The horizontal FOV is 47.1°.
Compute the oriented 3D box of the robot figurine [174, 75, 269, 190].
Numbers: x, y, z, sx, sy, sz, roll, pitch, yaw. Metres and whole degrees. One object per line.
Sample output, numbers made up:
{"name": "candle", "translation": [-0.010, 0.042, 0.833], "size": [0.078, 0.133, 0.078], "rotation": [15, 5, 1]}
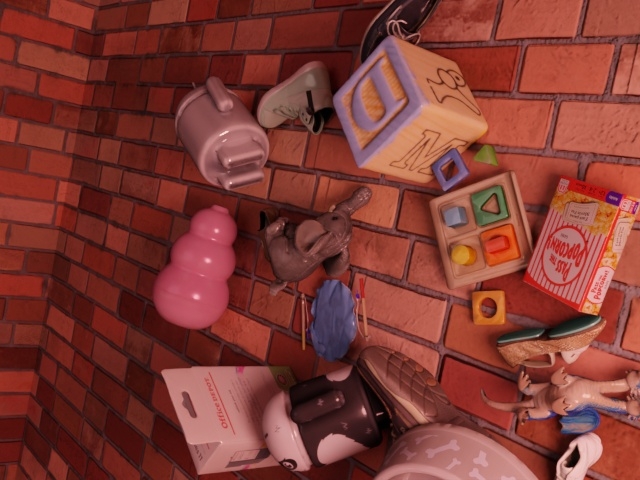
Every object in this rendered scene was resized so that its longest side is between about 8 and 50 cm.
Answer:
{"name": "robot figurine", "translation": [-0.266, -0.281, 1.955], "size": [0.353, 0.199, 0.300], "rotation": [55, 148, 39]}

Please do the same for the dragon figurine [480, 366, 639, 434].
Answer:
{"name": "dragon figurine", "translation": [0.391, 0.258, 1.169], "size": [0.289, 0.144, 0.085], "rotation": [-35, 45, 52]}

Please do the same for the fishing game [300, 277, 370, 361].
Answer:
{"name": "fishing game", "translation": [0.034, 0.181, 1.651], "size": [0.264, 0.041, 0.189], "rotation": [-26, 64, 53]}

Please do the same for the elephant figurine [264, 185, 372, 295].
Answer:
{"name": "elephant figurine", "translation": [0.000, 0.000, 1.638], "size": [0.239, 0.169, 0.186], "rotation": [-11, 97, 36]}

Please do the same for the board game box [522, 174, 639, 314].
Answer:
{"name": "board game box", "translation": [0.421, 0.004, 1.196], "size": [0.147, 0.045, 0.194], "rotation": [36, 111, 63]}

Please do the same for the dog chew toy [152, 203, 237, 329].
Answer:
{"name": "dog chew toy", "translation": [-0.320, 0.065, 1.973], "size": [0.206, 0.206, 0.332], "rotation": [19, 90, 49]}

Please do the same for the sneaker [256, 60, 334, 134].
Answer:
{"name": "sneaker", "translation": [-0.065, -0.310, 1.808], "size": [0.256, 0.094, 0.151], "rotation": [-33, 62, 43]}

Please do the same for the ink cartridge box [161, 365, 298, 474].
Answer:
{"name": "ink cartridge box", "translation": [-0.193, 0.394, 1.635], "size": [0.119, 0.353, 0.207], "rotation": [-55, 47, 28]}

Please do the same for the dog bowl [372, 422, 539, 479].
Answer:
{"name": "dog bowl", "translation": [0.223, 0.486, 1.221], "size": [0.348, 0.102, 0.349], "rotation": [16, 117, 35]}

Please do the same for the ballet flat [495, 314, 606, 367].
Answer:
{"name": "ballet flat", "translation": [0.390, 0.174, 1.226], "size": [0.206, 0.073, 0.067], "rotation": [-22, 94, 48]}

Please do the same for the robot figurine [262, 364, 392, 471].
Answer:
{"name": "robot figurine", "translation": [0.021, 0.358, 1.479], "size": [0.174, 0.278, 0.209], "rotation": [-108, -2, -68]}

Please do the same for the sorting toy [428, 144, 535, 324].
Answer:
{"name": "sorting toy", "translation": [0.288, -0.016, 1.354], "size": [0.196, 0.047, 0.348], "rotation": [-22, 73, 39]}

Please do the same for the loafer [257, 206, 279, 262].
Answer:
{"name": "loafer", "translation": [-0.134, -0.014, 1.870], "size": [0.056, 0.050, 0.148], "rotation": [-23, 67, 46]}

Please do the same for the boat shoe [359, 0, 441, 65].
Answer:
{"name": "boat shoe", "translation": [0.176, -0.455, 1.555], "size": [0.254, 0.095, 0.079], "rotation": [-49, 38, 21]}

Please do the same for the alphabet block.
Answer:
{"name": "alphabet block", "translation": [0.173, -0.250, 1.440], "size": [0.193, 0.197, 0.193], "rotation": [-41, 54, 37]}

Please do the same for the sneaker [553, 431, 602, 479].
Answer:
{"name": "sneaker", "translation": [0.396, 0.376, 1.176], "size": [0.053, 0.061, 0.152], "rotation": [28, 106, 46]}

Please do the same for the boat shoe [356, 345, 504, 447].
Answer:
{"name": "boat shoe", "translation": [0.181, 0.340, 1.335], "size": [0.355, 0.132, 0.130], "rotation": [44, 117, 30]}
